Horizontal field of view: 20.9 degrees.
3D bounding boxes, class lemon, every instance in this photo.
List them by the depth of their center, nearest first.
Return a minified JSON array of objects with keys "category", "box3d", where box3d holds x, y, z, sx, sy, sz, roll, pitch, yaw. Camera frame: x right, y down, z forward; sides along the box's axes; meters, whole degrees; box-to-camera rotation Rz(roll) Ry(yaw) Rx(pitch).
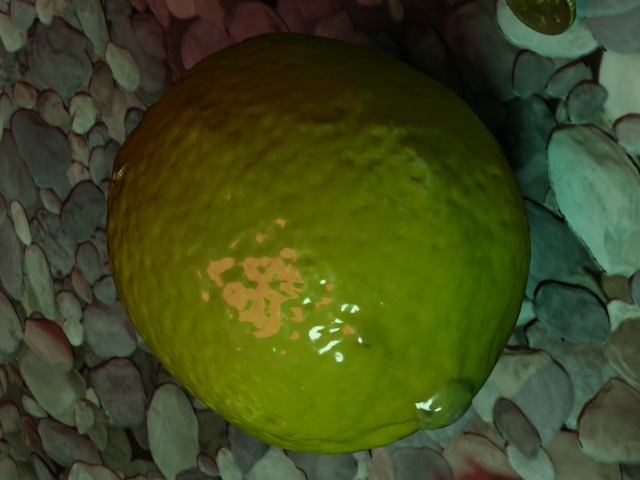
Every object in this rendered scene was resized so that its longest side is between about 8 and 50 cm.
[{"category":"lemon","box3d":[-0.001,-0.001,1.323,0.336,0.336,0.336,20,120,39]}]

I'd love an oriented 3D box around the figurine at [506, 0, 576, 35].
[{"category":"figurine","box3d":[0.119,-0.270,1.233,0.143,0.143,0.271,-1,139,46]}]
